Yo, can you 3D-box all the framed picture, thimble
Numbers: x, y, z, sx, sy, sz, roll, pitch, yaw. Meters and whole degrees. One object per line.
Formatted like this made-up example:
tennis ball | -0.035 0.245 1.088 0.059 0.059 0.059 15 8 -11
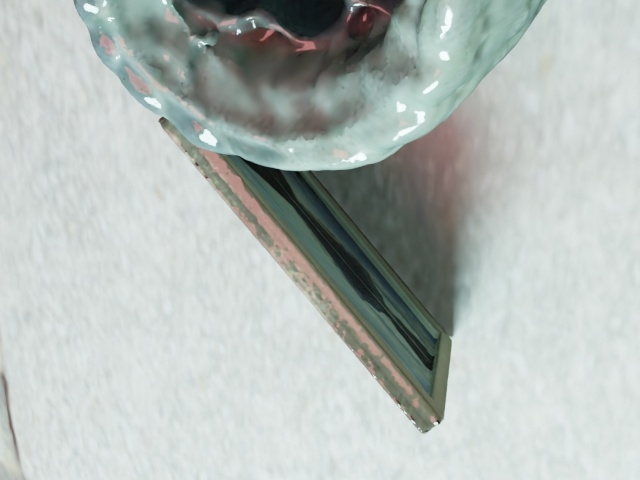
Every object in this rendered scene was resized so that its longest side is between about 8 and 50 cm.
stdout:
framed picture | 0.000 0.000 0.802 0.015 0.150 0.203 -39 94 13
thimble | 0.012 -0.157 0.665 0.205 0.172 0.250 43 137 -4
